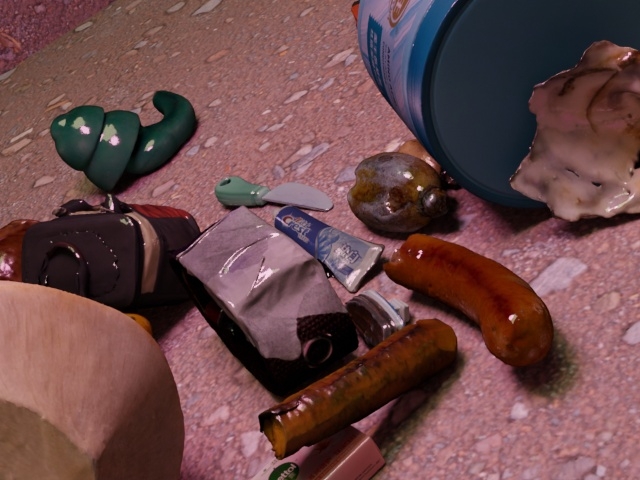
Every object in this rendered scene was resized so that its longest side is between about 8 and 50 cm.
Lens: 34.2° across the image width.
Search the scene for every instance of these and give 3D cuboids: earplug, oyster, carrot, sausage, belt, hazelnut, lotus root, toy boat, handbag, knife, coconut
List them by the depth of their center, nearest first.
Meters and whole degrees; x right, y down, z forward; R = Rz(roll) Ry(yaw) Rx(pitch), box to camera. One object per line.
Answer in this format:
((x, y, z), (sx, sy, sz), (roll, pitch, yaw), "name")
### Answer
((-0.348, 0.216, 1.119), (0.415, 0.415, 0.345), (7, 75, 47), "coconut")
((0.045, 0.156, 1.122), (0.260, 0.070, 0.070), (-25, 24, -32), "carrot")
((0.177, 0.062, 1.190), (0.102, 0.076, 0.302), (-10, 20, -22), "sausage")
((0.375, -0.129, 1.221), (0.275, 0.271, 0.100), (-52, 17, 31), "oyster")
((0.079, 0.093, 1.266), (0.066, 0.059, 0.140), (-8, 18, -20), "toy boat")
((-0.064, 0.067, 1.307), (0.164, 0.184, 0.289), (-33, 34, -15), "belt")
((0.111, -0.065, 1.443), (0.192, 0.088, 0.113), (18, 85, 54), "lotus root")
((0.150, -0.116, 1.518), (0.152, 0.063, 0.072), (20, 65, 49), "lotus root")
((-0.314, 0.026, 1.546), (0.254, 0.181, 0.181), (-5, -3, 33), "handbag")
((-0.069, -0.074, 1.687), (0.260, 0.035, 0.063), (8, 39, 39), "knife")
((-0.495, 0.059, 1.701), (0.160, 0.170, 0.202), (15, 62, 50), "hazelnut")
((-0.387, -0.218, 2.046), (0.164, 0.280, 0.258), (-20, 61, 58), "earplug")

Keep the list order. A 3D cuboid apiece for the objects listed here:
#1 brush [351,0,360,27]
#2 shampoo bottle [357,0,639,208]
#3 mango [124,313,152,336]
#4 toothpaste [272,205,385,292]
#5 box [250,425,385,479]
((0.107, -0.423, 2.052), (0.070, 0.051, 0.323), (-19, 27, 5), "brush")
((0.241, -0.259, 1.387), (0.331, 0.331, 0.343), (-28, 28, 2), "shampoo bottle")
((-0.326, 0.172, 1.409), (0.227, 0.147, 0.109), (-35, 54, -20), "mango")
((-0.001, 0.001, 1.492), (0.069, 0.047, 0.268), (-27, 30, -22), "toothpaste")
((-0.005, 0.248, 1.107), (0.125, 0.043, 0.089), (-41, 31, -21), "box")
